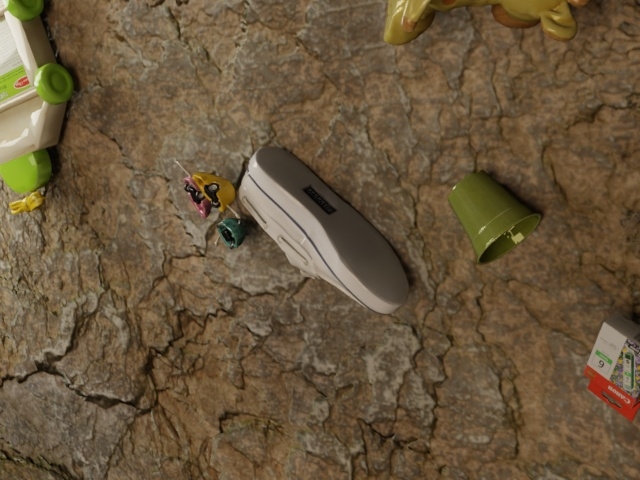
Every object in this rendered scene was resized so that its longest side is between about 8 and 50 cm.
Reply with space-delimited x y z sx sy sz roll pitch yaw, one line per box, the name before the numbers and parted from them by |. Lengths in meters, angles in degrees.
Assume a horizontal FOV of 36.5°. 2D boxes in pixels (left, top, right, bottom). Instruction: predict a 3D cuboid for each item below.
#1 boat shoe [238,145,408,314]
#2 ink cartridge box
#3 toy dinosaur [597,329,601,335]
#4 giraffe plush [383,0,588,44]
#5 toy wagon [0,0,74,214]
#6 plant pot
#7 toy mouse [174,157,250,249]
boat shoe | 0.000 0.000 1.154 0.258 0.095 0.084 50 130 21
ink cartridge box | 0.306 0.136 0.995 0.063 0.029 0.115 38 137 32
toy dinosaur | 0.370 0.143 0.991 0.183 0.053 0.093 51 141 16
giraffe plush | 0.165 -0.261 0.921 0.170 0.210 0.181 10 103 -5
toy wagon | -0.459 -0.207 1.383 0.267 0.068 0.344 -14 99 36
plant pot | 0.178 -0.030 1.034 0.079 0.083 0.083 55 127 19
toy mouse | -0.130 -0.040 1.236 0.161 0.031 0.143 44 157 30
